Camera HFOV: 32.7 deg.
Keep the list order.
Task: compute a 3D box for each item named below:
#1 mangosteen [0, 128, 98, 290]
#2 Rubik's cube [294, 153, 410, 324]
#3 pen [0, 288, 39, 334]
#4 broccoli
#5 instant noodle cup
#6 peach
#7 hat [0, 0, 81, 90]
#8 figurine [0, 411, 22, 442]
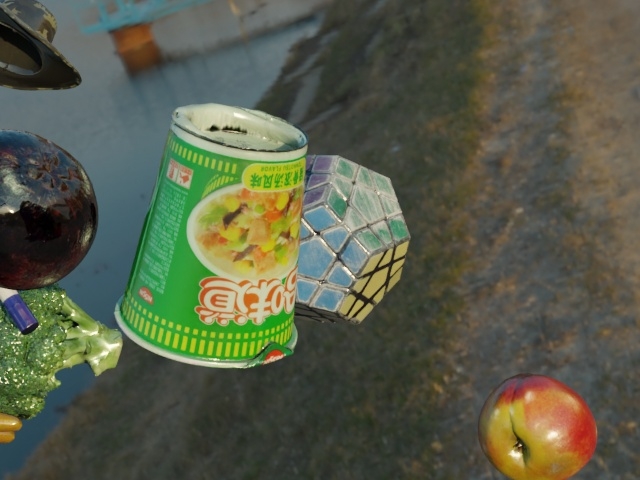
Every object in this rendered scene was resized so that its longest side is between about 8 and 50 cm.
[{"bbox_3d":[-0.392,-0.029,1.390,0.216,0.216,0.216,-19,21,7],"label":"mangosteen"},{"bbox_3d":[0.000,0.000,1.910,0.319,0.319,0.264,-18,12,10],"label":"Rubik's cube"},{"bbox_3d":[-0.535,0.034,1.751,0.033,0.269,0.033,-34,-10,-7],"label":"pen"},{"bbox_3d":[-0.493,0.185,1.940,0.270,0.269,0.270,6,8,-27],"label":"broccoli"},{"bbox_3d":[-0.099,-0.013,1.154,0.207,0.232,0.207,11,21,-4],"label":"instant noodle cup"},{"bbox_3d":[0.358,0.307,1.798,0.190,0.190,0.192,-9,5,29],"label":"peach"},{"bbox_3d":[-0.240,-0.164,0.869,0.121,0.121,0.050,-4,53,40],"label":"hat"},{"bbox_3d":[-0.619,0.400,1.567,0.268,0.401,0.387,-3,56,40],"label":"figurine"}]
